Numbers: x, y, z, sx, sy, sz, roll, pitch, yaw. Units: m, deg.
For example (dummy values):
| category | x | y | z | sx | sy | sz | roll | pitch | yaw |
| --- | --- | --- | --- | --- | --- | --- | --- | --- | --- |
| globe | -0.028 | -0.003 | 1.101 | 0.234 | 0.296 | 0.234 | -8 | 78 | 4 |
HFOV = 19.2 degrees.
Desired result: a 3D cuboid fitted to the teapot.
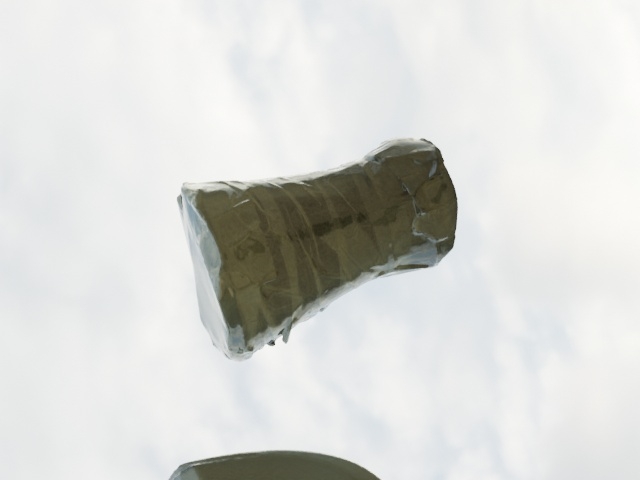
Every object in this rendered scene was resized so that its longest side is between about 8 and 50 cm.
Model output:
| category | x | y | z | sx | sy | sz | roll | pitch | yaw |
| --- | --- | --- | --- | --- | --- | --- | --- | --- | --- |
| teapot | 0.000 | 0.000 | 0.589 | 0.083 | 0.067 | 0.057 | -19 | -106 | -11 |

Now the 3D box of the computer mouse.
| category | x | y | z | sx | sy | sz | roll | pitch | yaw |
| --- | --- | --- | --- | --- | --- | --- | --- | --- | --- |
| computer mouse | -0.022 | 0.172 | 1.224 | 0.056 | 0.181 | 0.089 | -79 | -9 | -49 |
